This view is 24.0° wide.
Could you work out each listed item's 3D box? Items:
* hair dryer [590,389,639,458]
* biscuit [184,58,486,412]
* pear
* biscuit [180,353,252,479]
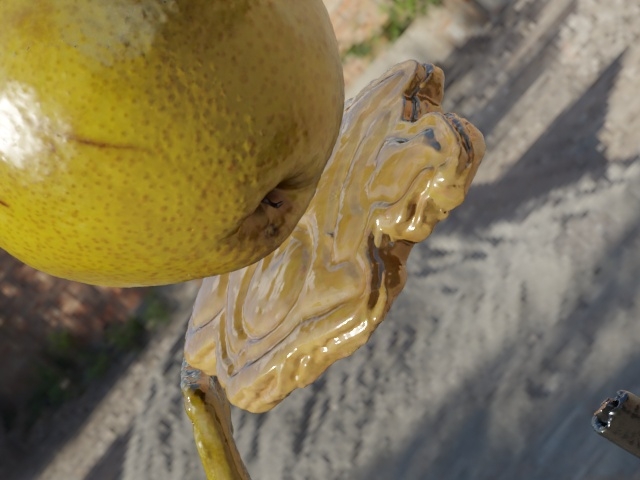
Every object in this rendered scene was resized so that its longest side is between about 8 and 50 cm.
[{"bbox_3d":[0.342,0.213,1.323,0.197,0.251,0.089,-51,10,19],"label":"hair dryer"},{"bbox_3d":[-0.004,-0.002,1.155,0.376,0.051,0.269,-32,36,50],"label":"biscuit"},{"bbox_3d":[-0.087,-0.073,0.741,0.209,0.209,0.209,-49,8,9],"label":"pear"},{"bbox_3d":[-0.091,0.193,1.415,0.039,0.183,0.174,-19,10,-2],"label":"biscuit"}]
